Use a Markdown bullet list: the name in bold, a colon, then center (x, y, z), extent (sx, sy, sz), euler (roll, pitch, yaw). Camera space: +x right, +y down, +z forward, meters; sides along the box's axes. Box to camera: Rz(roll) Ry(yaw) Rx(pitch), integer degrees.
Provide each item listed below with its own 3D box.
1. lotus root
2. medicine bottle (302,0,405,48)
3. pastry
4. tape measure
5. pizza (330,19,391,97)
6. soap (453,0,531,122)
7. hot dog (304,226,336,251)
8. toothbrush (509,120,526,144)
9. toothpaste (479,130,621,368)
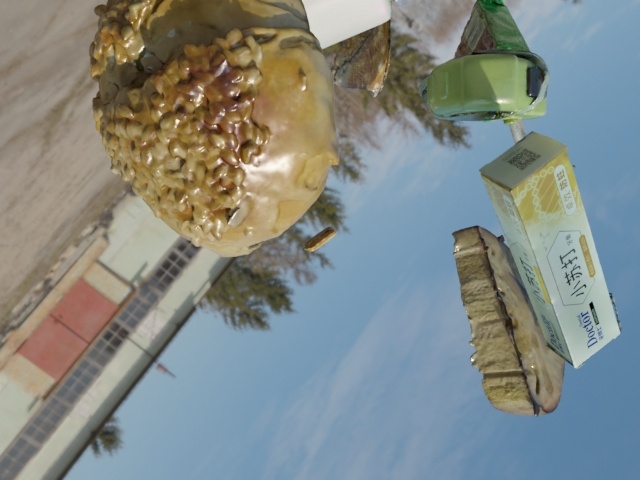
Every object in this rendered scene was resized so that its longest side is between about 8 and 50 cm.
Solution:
- **lotus root**: center (0.270, 0.110, 0.957), extent (0.170, 0.261, 0.074), euler (0, 166, -43)
- **medicine bottle**: center (0.013, -0.350, 0.905), extent (0.293, 0.170, 0.170), euler (-20, -159, 14)
- **pastry**: center (-0.126, -0.140, 0.702), extent (0.284, 0.316, 0.184), euler (-20, 172, 41)
- **tape measure**: center (0.248, -0.231, 1.034), extent (0.175, 0.200, 0.106), euler (-19, 111, -82)
- **pizza**: center (0.066, -0.333, 1.271), extent (0.195, 0.052, 0.185), euler (-41, 141, -39)
- **soap**: center (0.391, -0.426, 1.579), extent (0.273, 0.098, 0.218), euler (-94, -166, -46)
- **hot dog**: center (0.000, 0.000, 1.519), extent (0.083, 0.021, 0.037), euler (-34, -142, -10)
- **toothbrush**: center (0.467, -0.151, 1.523), extent (0.028, 0.375, 0.037), euler (-10, -157, 38)
- **toothpaste**: center (0.282, 0.021, 0.826), extent (0.089, 0.313, 0.071), euler (-36, -145, -7)
